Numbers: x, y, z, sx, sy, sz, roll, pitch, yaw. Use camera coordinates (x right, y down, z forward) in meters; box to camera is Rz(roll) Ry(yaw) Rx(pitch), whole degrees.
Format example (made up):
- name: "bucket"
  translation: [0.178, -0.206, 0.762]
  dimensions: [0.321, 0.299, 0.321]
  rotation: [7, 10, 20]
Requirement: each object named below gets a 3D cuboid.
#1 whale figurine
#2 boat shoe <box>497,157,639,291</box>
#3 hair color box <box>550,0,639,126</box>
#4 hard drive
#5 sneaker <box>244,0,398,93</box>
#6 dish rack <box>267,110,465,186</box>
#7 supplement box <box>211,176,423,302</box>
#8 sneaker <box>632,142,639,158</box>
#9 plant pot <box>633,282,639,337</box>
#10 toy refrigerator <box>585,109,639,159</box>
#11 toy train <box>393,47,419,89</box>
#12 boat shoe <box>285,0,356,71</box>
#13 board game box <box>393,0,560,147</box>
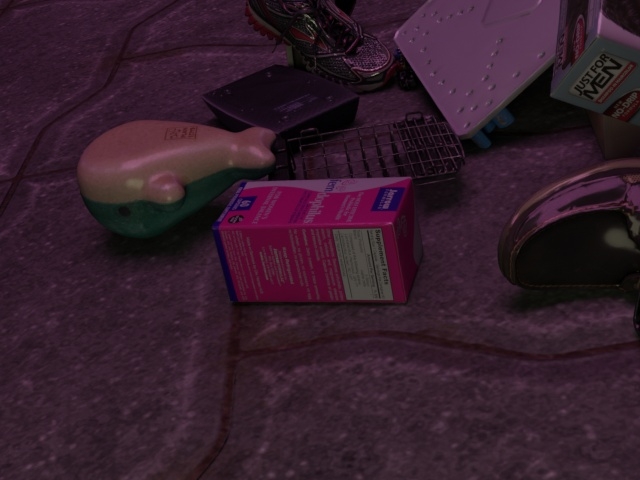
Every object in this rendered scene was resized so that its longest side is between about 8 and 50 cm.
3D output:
- name: "whale figurine"
  translation: [-0.190, -0.084, 1.368]
  dimensions: [0.272, 0.141, 0.216]
  rotation: [-8, 30, 1]
- name: "boat shoe"
  translation: [0.365, -0.012, 1.041]
  dimensions: [0.355, 0.132, 0.130]
  rotation: [-14, 32, -1]
- name: "hair color box"
  translation: [0.453, -0.204, 1.106]
  dimensions: [0.374, 0.113, 0.185]
  rotation: [16, 61, -8]
- name: "hard drive"
  translation: [-0.066, -0.215, 1.615]
  dimensions: [0.172, 0.054, 0.254]
  rotation: [-27, 33, -23]
- name: "sneaker"
  translation: [-0.005, -0.354, 1.674]
  dimensions: [0.299, 0.112, 0.121]
  rotation: [33, 65, 10]
- name: "dish rack"
  translation: [0.057, -0.094, 1.358]
  dimensions: [0.271, 0.074, 0.208]
  rotation: [-10, 32, 1]
- name: "supplement box"
  translation: [0.000, 0.000, 1.180]
  dimensions: [0.220, 0.114, 0.111]
  rotation: [0, 32, 18]
- name: "sneaker"
  translation: [0.476, -0.112, 1.195]
  dimensions: [0.282, 0.161, 0.102]
  rotation: [-62, 10, -19]
- name: "plant pot"
  translation: [0.405, 0.048, 0.892]
  dimensions: [0.167, 0.187, 0.188]
  rotation: [-2, 30, -4]
- name: "toy refrigerator"
  translation: [0.422, -0.220, 1.398]
  dimensions: [0.102, 0.094, 0.269]
  rotation: [-7, 32, 9]
- name: "toy train"
  translation: [0.143, -0.294, 1.697]
  dimensions: [0.036, 0.027, 0.158]
  rotation: [-18, 30, 12]
- name: "boat shoe"
  translation: [0.002, -0.401, 1.843]
  dimensions: [0.091, 0.109, 0.305]
  rotation: [4, 39, 11]
- name: "board game box"
  translation: [0.310, -0.357, 1.502]
  dimensions: [0.390, 0.050, 0.390]
  rotation: [-43, 31, 15]
